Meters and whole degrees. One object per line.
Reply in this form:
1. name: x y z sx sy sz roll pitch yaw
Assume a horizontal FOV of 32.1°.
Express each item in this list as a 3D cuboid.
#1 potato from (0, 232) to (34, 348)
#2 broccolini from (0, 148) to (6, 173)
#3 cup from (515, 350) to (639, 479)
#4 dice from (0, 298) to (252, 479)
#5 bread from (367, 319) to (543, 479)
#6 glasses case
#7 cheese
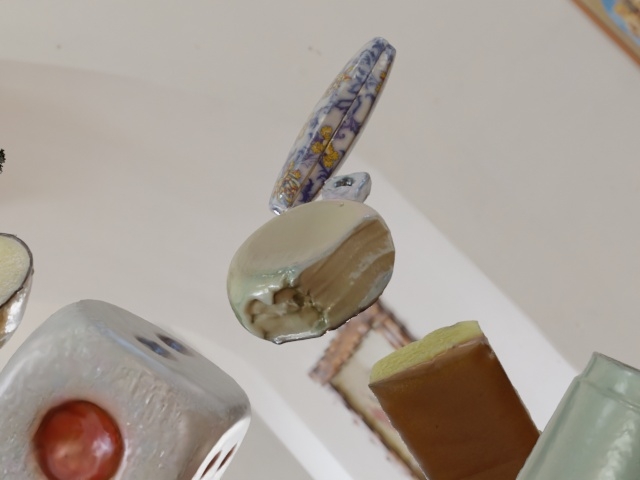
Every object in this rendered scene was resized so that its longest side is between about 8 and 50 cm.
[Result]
1. potato: -0.399 0.087 1.217 0.202 0.182 0.117 -35 -46 -22
2. broccolini: -0.353 -0.080 0.908 0.044 0.218 0.042 56 -129 -64
3. cup: 0.124 0.125 0.476 0.120 0.120 0.141 33 -100 -79
4. dice: -0.187 0.176 1.000 0.193 0.194 0.192 -59 -10 1
5. bread: 0.193 0.249 1.262 0.138 0.361 0.077 -28 25 9
6. glasses case: 0.015 -0.132 1.310 0.248 0.065 0.087 -59 5 -13
7. cheese: 0.006 0.000 0.683 0.092 0.047 0.171 3 32 35
